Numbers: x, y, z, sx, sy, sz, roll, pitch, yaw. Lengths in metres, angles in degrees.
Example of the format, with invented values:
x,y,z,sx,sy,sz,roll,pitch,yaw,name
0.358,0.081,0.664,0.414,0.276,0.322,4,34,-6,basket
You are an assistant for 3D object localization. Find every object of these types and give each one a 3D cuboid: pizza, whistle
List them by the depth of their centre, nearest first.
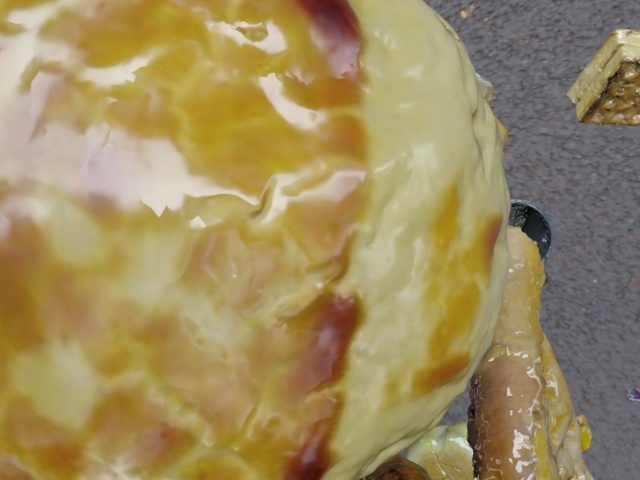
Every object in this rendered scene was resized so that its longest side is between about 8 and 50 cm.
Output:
x,y,z,sx,sy,sz,roll,pitch,yaw,name
0.203,0.258,0.742,0.080,0.392,0.434,-12,119,25,pizza
0.731,0.335,1.725,0.177,0.033,0.033,7,97,25,whistle

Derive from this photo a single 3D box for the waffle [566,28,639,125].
x,y,z,sx,sy,sz,roll,pitch,yaw,name
0.684,-0.324,1.683,0.308,0.213,0.091,-1,59,-15,waffle

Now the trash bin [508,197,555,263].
x,y,z,sx,sy,sz,roll,pitch,yaw,name
0.446,-0.027,1.909,0.176,0.161,0.175,4,107,13,trash bin

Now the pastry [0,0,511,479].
x,y,z,sx,sy,sz,roll,pitch,yaw,name
-0.090,-0.013,0.475,0.389,0.312,0.388,4,106,13,pastry

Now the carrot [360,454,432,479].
x,y,z,sx,sy,sz,roll,pitch,yaw,name
0.092,0.246,0.569,0.066,0.314,0.066,-6,111,-14,carrot

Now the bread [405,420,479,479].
x,y,z,sx,sy,sz,roll,pitch,yaw,name
0.256,0.421,1.508,0.213,0.105,0.213,12,110,36,bread

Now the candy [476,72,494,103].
x,y,z,sx,sy,sz,roll,pitch,yaw,name
0.263,-0.349,1.824,0.234,0.104,0.102,26,99,-14,candy

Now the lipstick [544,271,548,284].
x,y,z,sx,sy,sz,roll,pitch,yaw,name
0.229,0.167,1.369,0.357,0.057,0.057,-43,97,4,lipstick
